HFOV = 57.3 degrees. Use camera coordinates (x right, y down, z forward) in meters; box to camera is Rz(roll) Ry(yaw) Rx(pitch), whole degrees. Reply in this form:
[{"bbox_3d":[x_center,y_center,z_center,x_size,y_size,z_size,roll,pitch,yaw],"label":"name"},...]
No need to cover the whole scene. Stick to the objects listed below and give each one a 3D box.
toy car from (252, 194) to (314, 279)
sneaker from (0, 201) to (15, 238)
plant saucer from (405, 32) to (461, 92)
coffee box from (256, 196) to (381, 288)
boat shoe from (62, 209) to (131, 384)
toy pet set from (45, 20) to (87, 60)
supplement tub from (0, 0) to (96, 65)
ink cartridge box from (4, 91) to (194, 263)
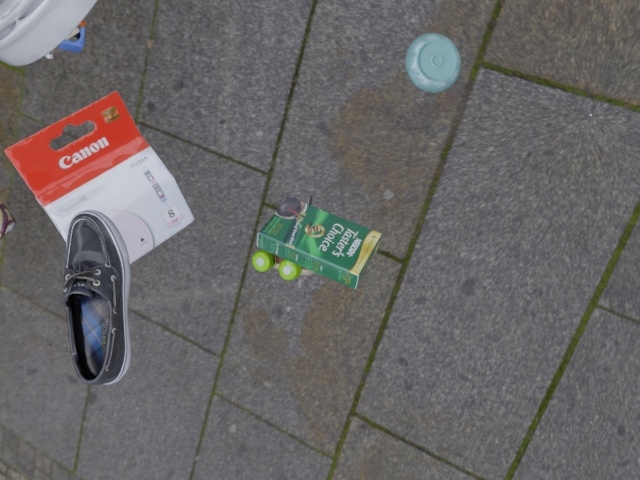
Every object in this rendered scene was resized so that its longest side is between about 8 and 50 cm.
[{"bbox_3d":[-0.063,-0.018,1.415,0.149,0.155,0.188,16,106,25],"label":"toy car"},{"bbox_3d":[-0.814,-0.045,1.496,0.070,0.084,0.185,-38,45,-3],"label":"sneaker"},{"bbox_3d":[0.230,-0.357,1.171,0.120,0.021,0.119,-1,94,-11],"label":"plant saucer"},{"bbox_3d":[0.000,0.000,0.991,0.184,0.113,0.040,24,137,13],"label":"coffee box"},{"bbox_3d":[-0.292,0.071,0.741,0.080,0.076,0.228,-5,86,4],"label":"boat shoe"},{"bbox_3d":[-0.536,-0.433,1.262,0.065,0.122,0.114,51,155,-19],"label":"toy pet set"},{"bbox_3d":[-0.310,-0.285,0.376,0.236,0.325,0.235,-15,64,32],"label":"supplement tub"},{"bbox_3d":[-0.322,-0.076,0.892,0.066,0.189,0.232,28,146,44],"label":"ink cartridge box"}]
